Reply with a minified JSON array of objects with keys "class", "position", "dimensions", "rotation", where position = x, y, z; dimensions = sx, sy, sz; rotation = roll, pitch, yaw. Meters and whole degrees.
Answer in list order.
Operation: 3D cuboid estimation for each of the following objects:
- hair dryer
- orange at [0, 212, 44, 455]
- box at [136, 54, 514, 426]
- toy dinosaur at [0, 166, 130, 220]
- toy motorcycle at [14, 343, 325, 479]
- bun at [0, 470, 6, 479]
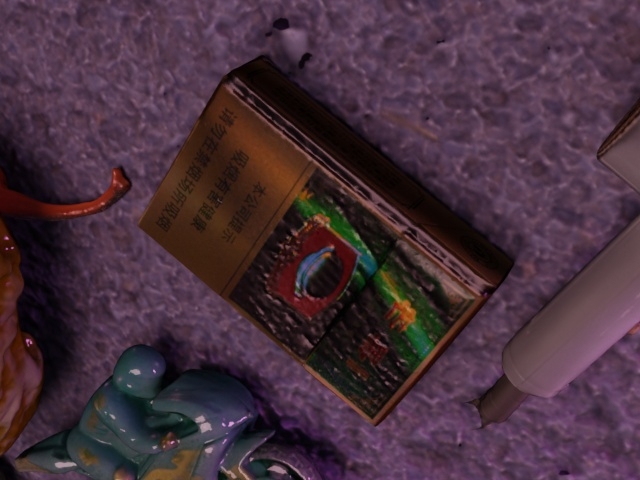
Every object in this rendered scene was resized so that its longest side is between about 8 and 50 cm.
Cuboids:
[{"class":"hair dryer","position":[0.203,0.038,0.783],"dimensions":[0.173,0.107,0.357],"rotation":[42,134,6]},{"class":"orange","position":[-0.378,0.080,0.994],"dimensions":[0.270,0.210,0.369],"rotation":[8,127,18]},{"class":"box","position":[0.000,0.000,0.874],"dimensions":[0.240,0.071,0.159],"rotation":[39,122,7]},{"class":"toy dinosaur","position":[-0.291,-0.055,1.018],"dimensions":[0.279,0.055,0.101],"rotation":[-5,119,29]},{"class":"toy motorcycle","position":[-0.142,0.189,1.017],"dimensions":[0.296,0.109,0.198],"rotation":[-24,97,33]},{"class":"bun","position":[-0.391,0.283,1.185],"dimensions":[0.195,0.118,0.196],"rotation":[15,123,24]}]
